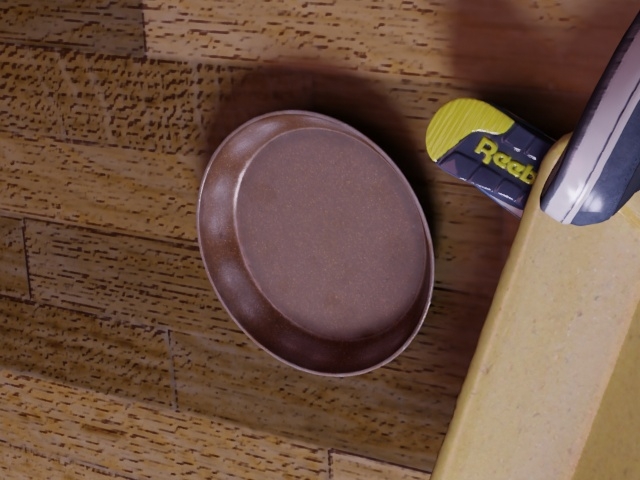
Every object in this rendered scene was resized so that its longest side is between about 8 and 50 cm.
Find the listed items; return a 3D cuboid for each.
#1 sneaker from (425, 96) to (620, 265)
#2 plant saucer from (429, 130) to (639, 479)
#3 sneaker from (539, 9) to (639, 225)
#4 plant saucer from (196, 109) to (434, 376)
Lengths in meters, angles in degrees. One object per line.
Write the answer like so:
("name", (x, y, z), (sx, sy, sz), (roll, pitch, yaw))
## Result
("sneaker", (0.121, -0.031, 0.788), (0.144, 0.059, 0.053), (37, 98, -4))
("plant saucer", (0.187, 0.155, 0.675), (0.332, 0.081, 0.333), (33, 110, 49))
("sneaker", (0.208, -0.053, 0.620), (0.163, 0.226, 0.086), (38, 151, 12))
("plant saucer", (0.000, 0.000, 0.888), (0.168, 0.029, 0.169), (12, 113, 30))
